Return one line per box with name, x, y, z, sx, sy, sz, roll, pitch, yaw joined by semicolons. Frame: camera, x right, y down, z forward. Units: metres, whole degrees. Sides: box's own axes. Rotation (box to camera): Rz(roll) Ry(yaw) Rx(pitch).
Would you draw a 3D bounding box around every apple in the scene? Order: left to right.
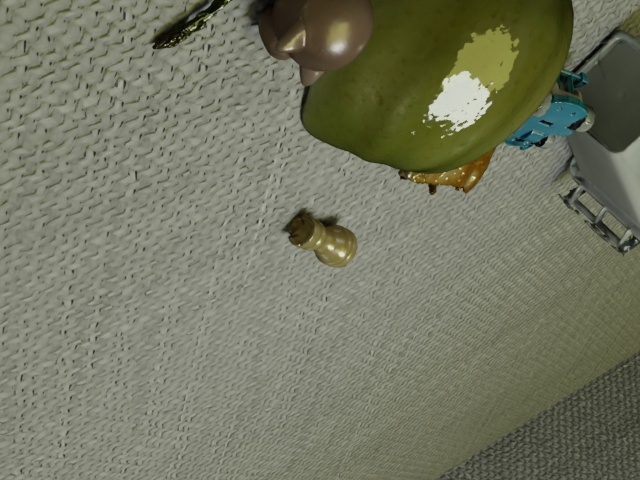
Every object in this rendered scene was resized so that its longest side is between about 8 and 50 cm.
apple;0.159;-0.249;1.572;0.320;0.311;0.360;30;111;-16

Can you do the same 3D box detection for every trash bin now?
trash bin;0.555;-0.172;2.073;0.296;0.256;0.368;-43;148;6

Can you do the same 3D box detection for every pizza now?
pizza;0.193;-0.133;1.822;0.194;0.069;0.154;-15;144;-31

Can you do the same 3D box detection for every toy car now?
toy car;0.362;-0.219;1.919;0.126;0.098;0.161;14;154;-29

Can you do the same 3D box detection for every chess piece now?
chess piece;0.000;0.000;1.767;0.066;0.066;0.122;-48;149;13

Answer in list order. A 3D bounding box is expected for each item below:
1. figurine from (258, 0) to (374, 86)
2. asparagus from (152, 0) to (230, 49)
figurine;-0.001;-0.252;1.322;0.138;0.125;0.125;-58;154;-1
asparagus;-0.088;-0.277;1.260;0.233;0.022;0.023;-40;109;-2
